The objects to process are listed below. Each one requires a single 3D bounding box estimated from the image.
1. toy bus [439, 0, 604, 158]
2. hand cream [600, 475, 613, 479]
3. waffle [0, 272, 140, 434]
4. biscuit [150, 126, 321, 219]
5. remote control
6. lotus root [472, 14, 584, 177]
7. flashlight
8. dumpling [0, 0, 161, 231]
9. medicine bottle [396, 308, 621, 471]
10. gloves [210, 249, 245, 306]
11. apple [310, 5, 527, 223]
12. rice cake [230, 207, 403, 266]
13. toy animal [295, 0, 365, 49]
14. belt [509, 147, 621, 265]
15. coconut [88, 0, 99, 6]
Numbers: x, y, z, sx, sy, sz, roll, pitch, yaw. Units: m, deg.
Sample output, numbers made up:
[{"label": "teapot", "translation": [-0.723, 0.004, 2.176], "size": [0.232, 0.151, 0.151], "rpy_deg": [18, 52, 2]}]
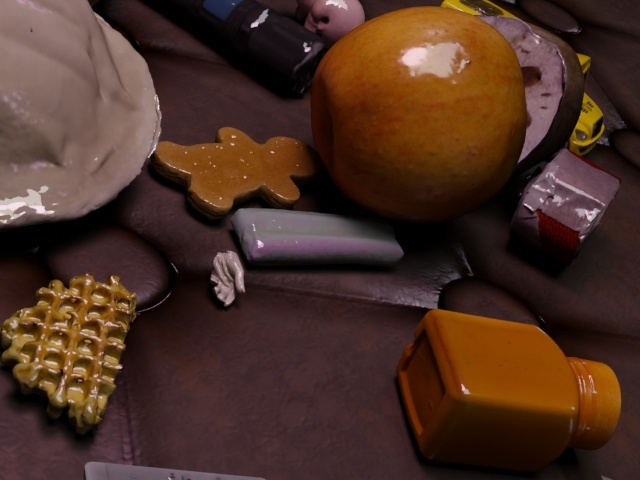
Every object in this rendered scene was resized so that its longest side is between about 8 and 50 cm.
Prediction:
[{"label": "toy bus", "translation": [0.331, -0.275, 1.908], "size": [0.330, 0.152, 0.144], "rpy_deg": [34, 34, 14]}, {"label": "hand cream", "translation": [0.348, 0.323, 1.211], "size": [0.087, 0.054, 0.186], "rpy_deg": [23, 27, -11]}, {"label": "waffle", "translation": [-0.231, 0.103, 1.145], "size": [0.161, 0.046, 0.192], "rpy_deg": [35, 35, 18]}, {"label": "biscuit", "translation": [-0.097, -0.089, 1.493], "size": [0.240, 0.035, 0.158], "rpy_deg": [-13, 51, -42]}, {"label": "remote control", "translation": [-0.128, 0.234, 1.053], "size": [0.184, 0.027, 0.050], "rpy_deg": [11, 38, -27]}, {"label": "lotus root", "translation": [0.263, -0.203, 1.708], "size": [0.272, 0.272, 0.192], "rpy_deg": [42, 22, 23]}, {"label": "flashlight", "translation": [-0.179, -0.363, 1.767], "size": [0.424, 0.103, 0.103], "rpy_deg": [33, 35, 16]}, {"label": "dumpling", "translation": [-0.327, -0.173, 1.306], "size": [0.316, 0.233, 0.395], "rpy_deg": [15, 49, -19]}, {"label": "medicine bottle", "translation": [0.210, 0.170, 1.269], "size": [0.222, 0.112, 0.149], "rpy_deg": [11, 36, -20]}, {"label": "gloves", "translation": [-0.105, 0.039, 1.312], "size": [0.044, 0.037, 0.081], "rpy_deg": [-5, 47, 19]}, {"label": "apple", "translation": [0.118, -0.163, 1.511], "size": [0.275, 0.299, 0.299], "rpy_deg": [-10, 46, -25]}, {"label": "rice cake", "translation": [0.001, -0.001, 1.431], "size": [0.222, 0.042, 0.080], "rpy_deg": [3, 38, -30]}, {"label": "toy animal", "translation": [0.024, -0.355, 1.865], "size": [0.124, 0.124, 0.212], "rpy_deg": [-2, 49, -34]}, {"label": "belt", "translation": [0.340, -0.053, 1.635], "size": [0.124, 0.128, 0.201], "rpy_deg": [31, 31, 11]}, {"label": "coconut", "translation": [-0.360, -0.444, 1.645], "size": [0.227, 0.227, 0.230], "rpy_deg": [14, 42, -16]}]
